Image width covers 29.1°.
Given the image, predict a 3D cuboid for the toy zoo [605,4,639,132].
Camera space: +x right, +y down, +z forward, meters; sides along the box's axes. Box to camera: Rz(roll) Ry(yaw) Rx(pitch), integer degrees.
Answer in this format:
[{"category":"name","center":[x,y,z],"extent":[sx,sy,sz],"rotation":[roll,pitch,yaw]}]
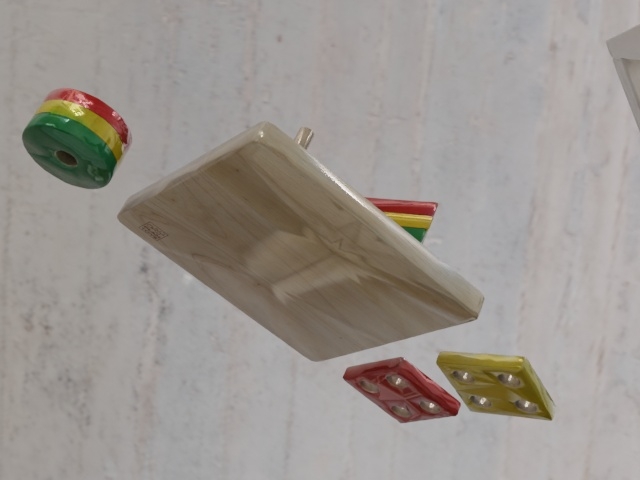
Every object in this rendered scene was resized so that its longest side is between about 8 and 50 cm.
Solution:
[{"category":"toy zoo","center":[0.276,-0.046,0.830],"extent":[0.030,0.192,0.293],"rotation":[-26,104,-5]}]

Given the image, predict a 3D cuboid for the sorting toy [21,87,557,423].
[{"category":"sorting toy","center":[0.000,0.000,0.586],"extent":[0.274,0.132,0.046],"rotation":[38,58,-21]}]
